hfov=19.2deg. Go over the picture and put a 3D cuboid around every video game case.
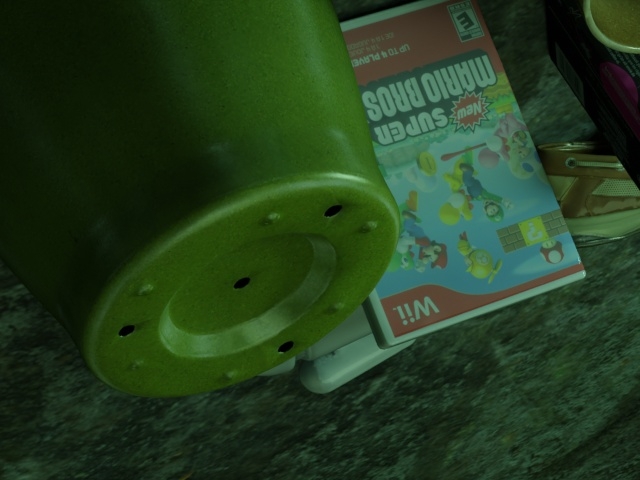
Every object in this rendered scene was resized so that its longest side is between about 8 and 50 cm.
[{"bbox_3d":[0.093,-0.068,1.666,0.204,0.285,0.025,-18,172,-20],"label":"video game case"}]

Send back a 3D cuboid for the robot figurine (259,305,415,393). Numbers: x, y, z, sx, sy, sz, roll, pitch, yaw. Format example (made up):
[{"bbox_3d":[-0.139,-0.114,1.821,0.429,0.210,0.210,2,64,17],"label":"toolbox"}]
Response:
[{"bbox_3d":[0.000,0.000,1.759,0.353,0.200,0.300,-23,113,-11],"label":"robot figurine"}]

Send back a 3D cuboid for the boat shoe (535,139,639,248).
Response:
[{"bbox_3d":[0.368,-0.080,2.031,0.324,0.122,0.120,-13,108,-21],"label":"boat shoe"}]

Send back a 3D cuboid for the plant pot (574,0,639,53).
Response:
[{"bbox_3d":[0.242,-0.315,1.431,0.237,0.254,0.237,-22,150,-13],"label":"plant pot"}]

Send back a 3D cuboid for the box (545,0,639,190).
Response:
[{"bbox_3d":[0.328,-0.155,1.761,0.142,0.247,0.163,-26,151,-4],"label":"box"}]

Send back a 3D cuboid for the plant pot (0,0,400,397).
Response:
[{"bbox_3d":[-0.123,-0.090,1.358,0.366,0.353,0.366,-22,150,-13],"label":"plant pot"}]
